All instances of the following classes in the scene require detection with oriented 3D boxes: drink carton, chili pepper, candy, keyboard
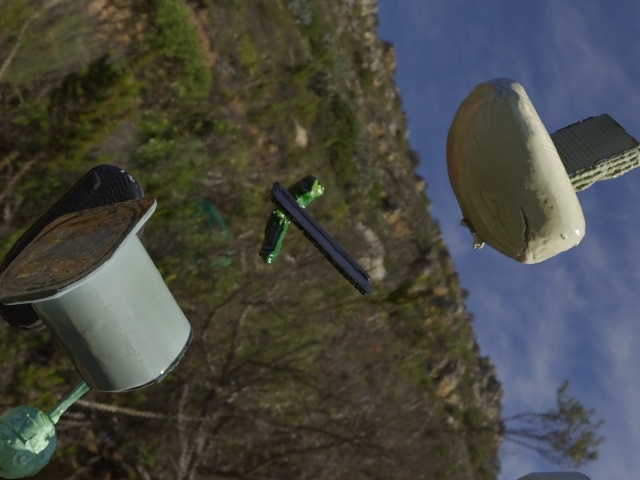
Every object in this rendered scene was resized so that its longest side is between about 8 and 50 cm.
[{"bbox_3d":[-0.274,0.079,1.148,0.185,0.191,0.189,-7,-57,25],"label":"drink carton"},{"bbox_3d":[-0.063,-0.039,1.631,0.073,0.182,0.050,17,-17,47],"label":"chili pepper"},{"bbox_3d":[-0.439,0.274,1.688,0.119,0.440,0.119,17,-54,25],"label":"candy"},{"bbox_3d":[-0.001,0.000,1.463,0.231,0.023,0.072,46,15,-18],"label":"keyboard"}]

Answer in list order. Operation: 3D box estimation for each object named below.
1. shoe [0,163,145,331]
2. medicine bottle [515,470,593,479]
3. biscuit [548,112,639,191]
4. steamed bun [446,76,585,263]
[{"bbox_3d":[-0.509,0.017,1.909,0.171,0.384,0.237,36,-8,-1],"label":"shoe"},{"bbox_3d":[0.375,0.413,1.391,0.183,0.069,0.119,-18,-97,47],"label":"medicine bottle"},{"bbox_3d":[0.381,-0.118,1.493,0.150,0.252,0.052,-109,177,-60],"label":"biscuit"},{"bbox_3d":[0.234,-0.081,1.185,0.238,0.153,0.170,59,16,-11],"label":"steamed bun"}]
